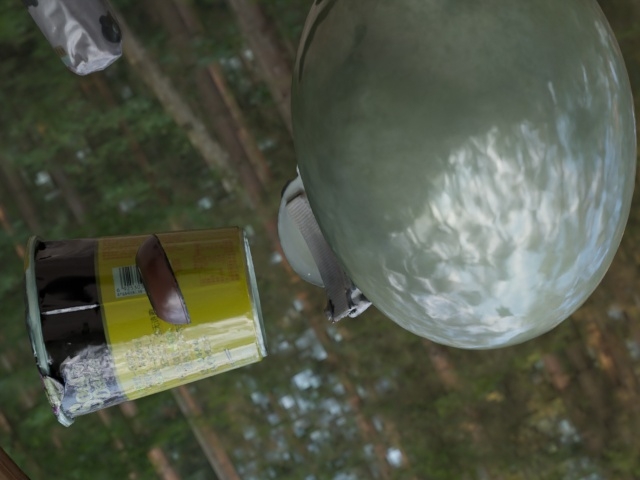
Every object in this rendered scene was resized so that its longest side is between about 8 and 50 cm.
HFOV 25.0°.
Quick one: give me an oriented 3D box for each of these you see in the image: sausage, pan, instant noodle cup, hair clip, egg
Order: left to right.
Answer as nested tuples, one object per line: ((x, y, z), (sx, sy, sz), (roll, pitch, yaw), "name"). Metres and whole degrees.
((-0.304, 0.199, 1.342), (0.026, 0.116, 0.026), (-39, 159, -18), "sausage")
((-0.184, 0.076, 1.556), (0.236, 0.216, 0.215), (-11, -165, 0), "instant noodle cup")
((-0.112, 0.036, 1.028), (0.023, 0.068, 0.115), (-23, 168, -6), "pan")
((0.000, 0.000, 1.507), (0.049, 0.172, 0.116), (-13, 161, -48), "hair clip")
((0.109, -0.079, 1.090), (0.258, 0.352, 0.258), (-10, -152, 5), "egg")

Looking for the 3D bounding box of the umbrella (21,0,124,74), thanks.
((-0.282, -0.298, 1.282), (0.067, 0.337, 0.073), (-33, -158, -4), "umbrella")
